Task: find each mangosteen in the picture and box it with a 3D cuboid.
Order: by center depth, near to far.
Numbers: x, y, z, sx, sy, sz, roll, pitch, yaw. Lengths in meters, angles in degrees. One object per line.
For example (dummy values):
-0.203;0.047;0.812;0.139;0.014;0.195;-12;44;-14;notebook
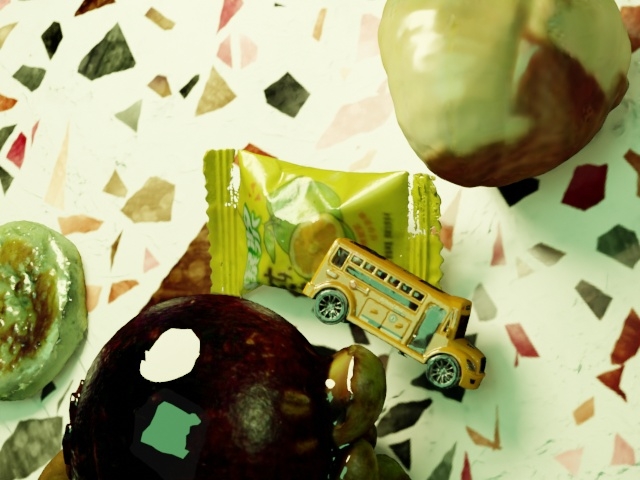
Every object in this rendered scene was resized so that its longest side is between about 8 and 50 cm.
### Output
-0.077;0.207;1.625;0.346;0.307;0.307;7;73;0;mangosteen

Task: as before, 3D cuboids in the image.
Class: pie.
-0.378;0.085;1.990;0.240;0.054;0.241;-10;69;28;pie

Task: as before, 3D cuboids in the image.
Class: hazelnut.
0.170;-0.169;1.659;0.261;0.241;0.261;-1;58;1;hazelnut

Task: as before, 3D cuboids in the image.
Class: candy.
0.000;0.000;1.754;0.297;0.081;0.187;10;110;30;candy

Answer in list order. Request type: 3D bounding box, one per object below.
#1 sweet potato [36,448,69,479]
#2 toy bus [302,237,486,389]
-0.239;0.225;1.845;0.264;0.057;0.057;-39;56;14;sweet potato
0.085;0.074;1.645;0.194;0.083;0.088;30;95;13;toy bus
